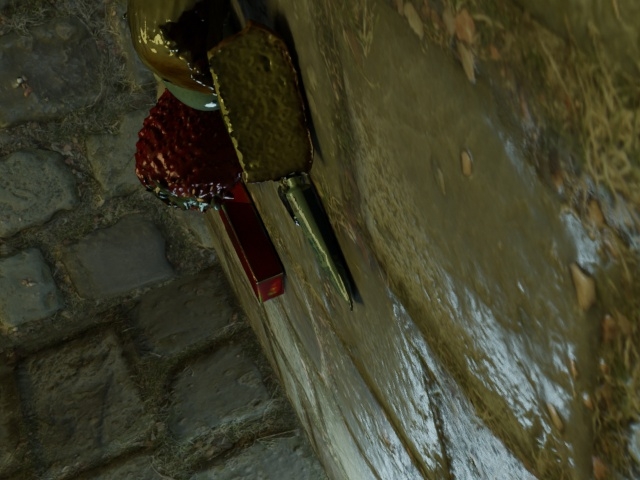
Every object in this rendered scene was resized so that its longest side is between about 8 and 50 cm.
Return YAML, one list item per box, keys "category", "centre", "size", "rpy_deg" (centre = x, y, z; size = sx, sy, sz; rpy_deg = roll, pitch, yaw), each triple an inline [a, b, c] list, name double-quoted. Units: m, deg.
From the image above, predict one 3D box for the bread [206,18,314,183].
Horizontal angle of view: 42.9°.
- category: "bread"
  centre: [-0.098, -0.224, 1.276]
  size: [0.134, 0.129, 0.260]
  rpy_deg: [-117, 10, -59]

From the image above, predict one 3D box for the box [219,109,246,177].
- category: "box"
  centre: [-0.158, -0.232, 1.712]
  size: [0.141, 0.064, 0.220]
  rpy_deg: [-177, 66, -78]

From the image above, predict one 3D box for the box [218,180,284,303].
- category: "box"
  centre: [-0.201, 0.003, 2.328]
  size: [0.197, 0.089, 0.313]
  rpy_deg: [93, 152, -70]

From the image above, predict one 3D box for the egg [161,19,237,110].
- category: "egg"
  centre: [-0.236, -0.361, 1.547]
  size: [0.169, 0.169, 0.236]
  rpy_deg: [-168, 57, -77]

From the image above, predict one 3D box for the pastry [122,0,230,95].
- category: "pastry"
  centre: [-0.231, -0.371, 1.319]
  size: [0.256, 0.170, 0.237]
  rpy_deg: [49, -135, -80]

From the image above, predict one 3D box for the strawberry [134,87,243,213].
- category: "strawberry"
  centre: [-0.305, -0.246, 1.962]
  size: [0.312, 0.267, 0.351]
  rpy_deg: [116, 156, -83]

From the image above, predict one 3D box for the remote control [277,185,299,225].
- category: "remote control"
  centre: [-0.069, -0.074, 1.728]
  size: [0.096, 0.014, 0.039]
  rpy_deg: [61, 167, 27]

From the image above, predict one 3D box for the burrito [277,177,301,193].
- category: "burrito"
  centre: [-0.076, -0.157, 1.527]
  size: [0.149, 0.041, 0.055]
  rpy_deg: [68, 156, 15]

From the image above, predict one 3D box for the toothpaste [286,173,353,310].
- category: "toothpaste"
  centre: [0.001, 0.000, 1.458]
  size: [0.069, 0.047, 0.268]
  rpy_deg: [-14, 102, 60]

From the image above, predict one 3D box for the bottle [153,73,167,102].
- category: "bottle"
  centre: [-0.402, -0.431, 2.303]
  size: [0.147, 0.147, 0.236]
  rpy_deg: [159, 95, -79]
